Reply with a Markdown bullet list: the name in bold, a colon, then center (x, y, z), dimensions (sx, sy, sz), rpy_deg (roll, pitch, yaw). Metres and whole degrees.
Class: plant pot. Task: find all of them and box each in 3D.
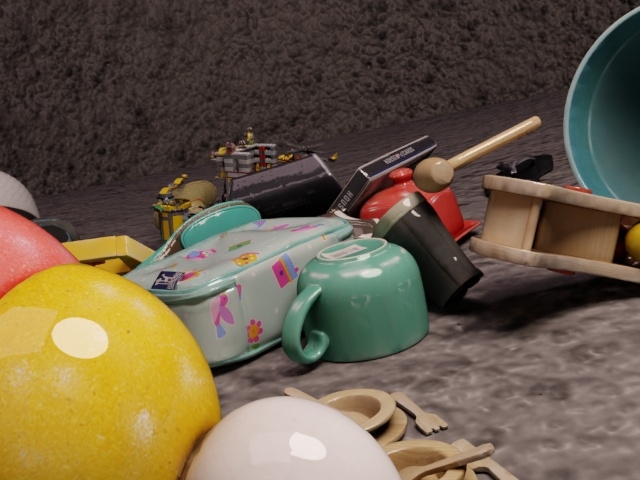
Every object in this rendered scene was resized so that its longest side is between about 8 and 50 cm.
- **plant pot**: center (0.482, -0.141, 0.967), dimensions (0.255, 0.271, 0.271), rpy_deg (-3, 4, -43)

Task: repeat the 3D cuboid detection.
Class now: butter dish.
- **butter dish**: center (0.123, -0.044, 1.126), dimensions (0.160, 0.118, 0.160), rpy_deg (-3, 14, 34)

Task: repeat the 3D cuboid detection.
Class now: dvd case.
- **dvd case**: center (0.076, -0.066, 1.220), dimensions (0.239, 0.029, 0.179), rpy_deg (-29, -21, -54)

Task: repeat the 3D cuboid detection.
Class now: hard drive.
- **hard drive**: center (-0.046, -0.056, 1.213), dimensions (0.172, 0.054, 0.254), rpy_deg (-16, -15, 4)

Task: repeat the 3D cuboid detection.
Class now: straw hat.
- **straw hat**: center (-0.256, -0.047, 1.588), dimensions (0.144, 0.144, 0.061), rpy_deg (-20, 57, -32)

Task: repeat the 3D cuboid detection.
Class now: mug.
- **mug**: center (0.037, 0.057, 0.803), dimensions (0.129, 0.097, 0.158), rpy_deg (-8, 13, 16)

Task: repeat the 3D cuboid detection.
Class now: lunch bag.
- **lunch bag**: center (-0.106, 0.052, 0.929), dimensions (0.224, 0.108, 0.279), rpy_deg (2, 19, 46)

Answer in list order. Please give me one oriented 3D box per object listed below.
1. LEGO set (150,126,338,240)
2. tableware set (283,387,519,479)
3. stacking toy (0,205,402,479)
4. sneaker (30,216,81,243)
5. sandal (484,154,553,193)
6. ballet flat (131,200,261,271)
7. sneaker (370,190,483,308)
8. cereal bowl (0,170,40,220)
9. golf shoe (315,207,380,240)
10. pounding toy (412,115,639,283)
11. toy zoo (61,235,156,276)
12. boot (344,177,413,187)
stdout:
- **LEGO set**: center (-0.148, -0.121, 1.470), dimensions (0.255, 0.192, 0.331), rpy_deg (9, 20, 35)
- **tableware set**: center (0.040, 0.142, 0.565), dimensions (0.128, 0.039, 0.194), rpy_deg (-16, 13, -17)
- **stacking toy**: center (-0.185, 0.115, 0.466), dimensions (0.480, 0.350, 0.350), rpy_deg (12, 20, 18)
- **sneaker**: center (-0.615, 0.034, 1.433), dimensions (0.341, 0.125, 0.139), rpy_deg (-14, 17, -2)
- **sandal**: center (0.355, -0.131, 1.441), dimensions (0.097, 0.054, 0.254), rpy_deg (-5, 14, 27)
- **ballet flat**: center (-0.188, 0.028, 1.060), dimensions (0.247, 0.083, 0.087), rpy_deg (-42, 19, -27)
- **sneaker**: center (0.114, 0.034, 0.924), dimensions (0.083, 0.118, 0.222), rpy_deg (-36, -13, -6)
- **cereal bowl**: center (-0.741, -0.055, 1.575), dimensions (0.339, 0.141, 0.339), rpy_deg (-20, -16, -6)
- **golf shoe**: center (0.000, 0.000, 1.096), dimensions (0.198, 0.077, 0.094), rpy_deg (8, 46, 33)
- **pounding toy**: center (0.233, -0.048, 0.785), dimensions (0.269, 0.155, 0.154), rpy_deg (11, 4, -2)
- **toy zoo**: center (-0.348, 0.046, 1.128), dimensions (0.293, 0.030, 0.192), rpy_deg (-8, -17, 1)
- **boot**: center (0.105, -0.092, 1.488), dimensions (0.198, 0.077, 0.137), rpy_deg (-4, 2, -31)
